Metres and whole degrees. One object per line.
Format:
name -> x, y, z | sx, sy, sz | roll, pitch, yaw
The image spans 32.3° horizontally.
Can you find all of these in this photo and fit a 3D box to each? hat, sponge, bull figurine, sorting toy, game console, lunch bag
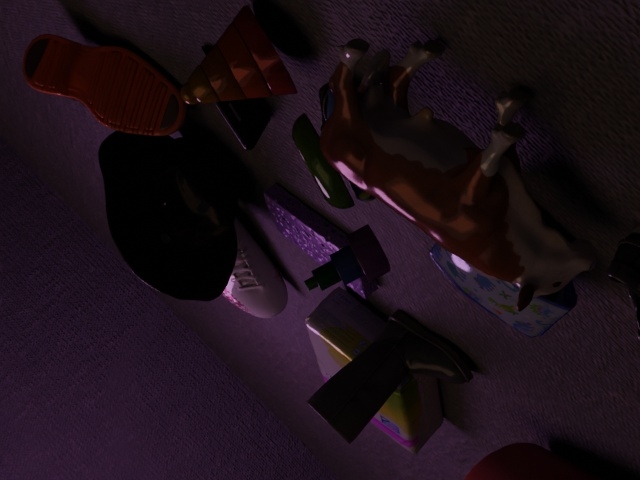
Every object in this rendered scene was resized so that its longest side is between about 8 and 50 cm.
hat -> -0.210, -0.070, 1.834 | 0.134, 0.331, 0.331 | -29, 110, 31
sponge -> 0.000, 0.000, 1.738 | 0.210, 0.031, 0.117 | 37, 162, 30
bull figurine -> 0.125, -0.069, 1.053 | 0.310, 0.101, 0.188 | 31, 134, 24
sorting toy -> -0.051, -0.092, 1.329 | 0.365, 0.126, 0.127 | 62, 180, -13
game console -> -0.130, -0.196, 1.524 | 0.071, 0.107, 0.122 | -7, 132, 35
lunch bag -> 0.203, 0.028, 1.177 | 0.151, 0.096, 0.129 | 53, 165, 12

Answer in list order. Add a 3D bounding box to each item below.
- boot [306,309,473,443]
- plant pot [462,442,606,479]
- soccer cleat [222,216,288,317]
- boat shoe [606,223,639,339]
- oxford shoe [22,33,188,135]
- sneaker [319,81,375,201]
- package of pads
boot -> 0.105, 0.227, 1.699 | 0.189, 0.208, 0.076 | 32, 160, 41
plant pot -> 0.331, 0.435, 1.592 | 0.275, 0.275, 0.243 | 57, 170, -33
soccer cleat -> -0.171, 0.026, 2.055 | 0.331, 0.116, 0.143 | 53, 175, -17
boat shoe -> 0.316, 0.073, 1.054 | 0.075, 0.065, 0.206 | 29, 157, 46
oxford shoe -> -0.337, -0.261, 1.866 | 0.363, 0.130, 0.133 | 27, -171, 32
sneaker -> 0.045, -0.117, 1.307 | 0.078, 0.067, 0.188 | 60, 179, 42
package of pads -> 0.095, 0.226, 1.926 | 0.229, 0.101, 0.296 | 37, 161, 26
